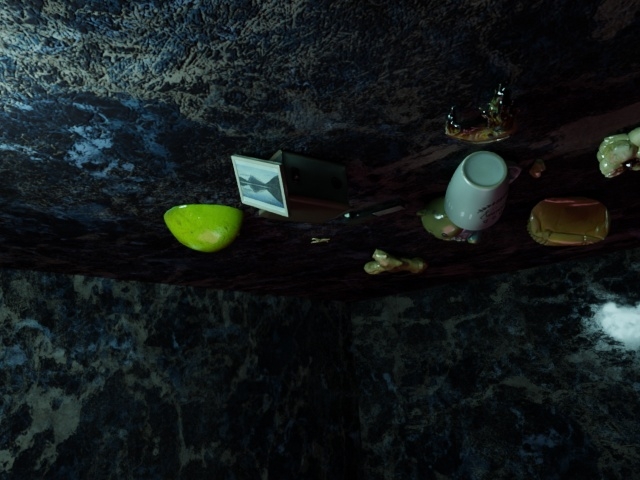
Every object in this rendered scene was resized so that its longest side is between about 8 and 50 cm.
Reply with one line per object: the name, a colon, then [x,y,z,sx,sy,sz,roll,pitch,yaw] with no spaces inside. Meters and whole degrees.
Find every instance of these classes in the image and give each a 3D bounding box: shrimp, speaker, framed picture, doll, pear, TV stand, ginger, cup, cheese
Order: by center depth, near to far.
shrimp: [0.396,-0.301,1.123,0.178,0.075,0.289,-7,177,21]
framed picture: [-0.164,-0.153,1.243,0.203,0.150,0.015,19,-142,39]
speaker: [-0.052,-0.152,1.358,0.231,0.153,0.193,7,159,-33]
cup: [0.523,-0.182,1.414,0.258,0.186,0.234,-33,156,-7]
cheese: [0.701,-0.230,1.458,0.030,0.044,0.083,-21,160,2]
pear: [-0.458,-0.047,1.689,0.288,0.139,0.239,-16,151,33]
doll: [0.497,-0.078,1.720,0.261,0.161,0.177,10,180,-44]
TV stand: [0.203,-0.110,1.760,0.257,0.040,0.049,-15,159,34]
ginger: [0.428,0.132,2.502,0.363,0.122,0.348,5,173,4]

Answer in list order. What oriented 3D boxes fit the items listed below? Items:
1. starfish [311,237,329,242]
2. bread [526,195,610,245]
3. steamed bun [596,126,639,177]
starfish: [0.000,0.000,2.139,0.092,0.016,0.086,14,154,-41]
bread: [0.984,-0.078,1.815,0.288,0.204,0.156,-6,-179,19]
steamed bun: [0.916,-0.254,1.312,0.178,0.106,0.192,-12,160,21]
